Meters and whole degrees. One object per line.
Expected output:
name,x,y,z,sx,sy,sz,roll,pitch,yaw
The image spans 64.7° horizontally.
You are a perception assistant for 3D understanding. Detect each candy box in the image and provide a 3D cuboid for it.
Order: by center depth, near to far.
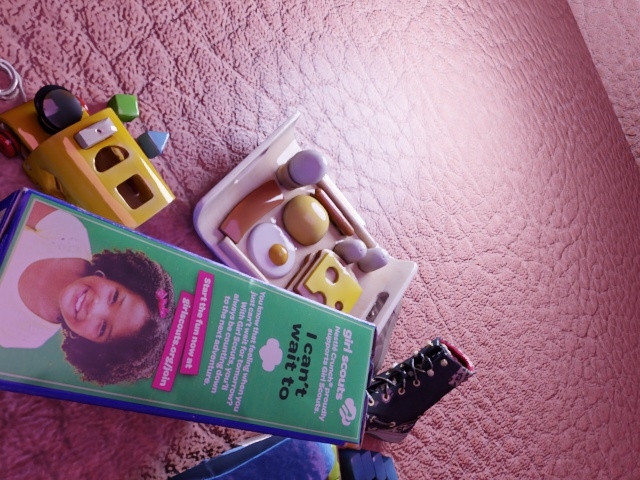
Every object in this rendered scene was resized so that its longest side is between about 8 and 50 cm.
candy box,-0.152,0.087,0.457,0.317,0.268,0.122,24,69,-37

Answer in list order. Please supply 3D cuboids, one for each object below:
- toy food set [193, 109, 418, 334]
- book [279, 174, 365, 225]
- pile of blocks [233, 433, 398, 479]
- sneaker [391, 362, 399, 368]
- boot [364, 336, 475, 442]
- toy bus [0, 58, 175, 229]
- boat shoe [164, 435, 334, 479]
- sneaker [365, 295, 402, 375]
toy food set,0.000,0.000,0.697,0.306,0.092,0.220,49,54,-16
book,-0.003,-0.046,0.785,0.144,0.035,0.096,52,53,-20
pile of blocks,0.051,0.341,0.698,0.362,0.112,0.149,29,63,-35
sneaker,0.152,0.242,0.863,0.083,0.037,0.032,55,52,-18
boot,0.103,0.202,0.727,0.236,0.178,0.085,30,21,-40
toy bus,-0.244,-0.091,0.521,0.202,0.104,0.191,12,73,-41
boat shoe,-0.106,0.288,0.549,0.258,0.089,0.109,-15,80,-12
sneaker,0.079,0.116,0.801,0.071,0.066,0.189,31,62,-36
